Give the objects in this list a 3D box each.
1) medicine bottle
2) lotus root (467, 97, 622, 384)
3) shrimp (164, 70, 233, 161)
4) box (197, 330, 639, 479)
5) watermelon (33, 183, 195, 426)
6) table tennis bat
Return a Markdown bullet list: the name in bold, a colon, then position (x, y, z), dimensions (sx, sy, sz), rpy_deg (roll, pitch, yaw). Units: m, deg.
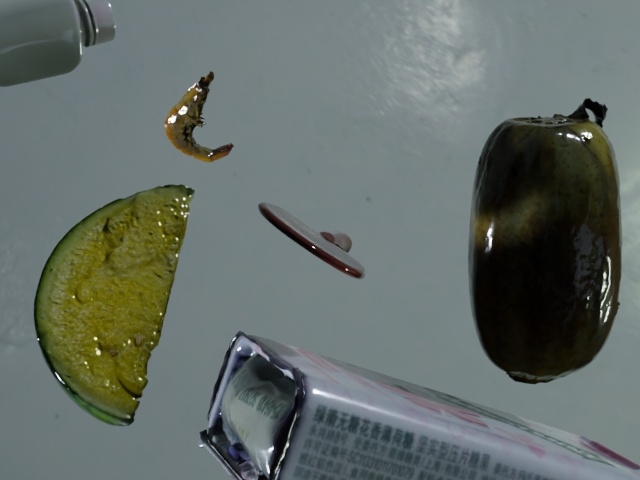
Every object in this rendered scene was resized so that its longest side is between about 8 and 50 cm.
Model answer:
- **medicine bottle**: position (-0.362, -0.271, 1.572), dimensions (0.183, 0.069, 0.119), rpy_deg (-16, 117, -22)
- **lotus root**: position (0.183, 0.008, 0.994), dimensions (0.124, 0.123, 0.241), rpy_deg (1, 111, 11)
- **shrimp**: position (-0.138, -0.147, 1.461), dimensions (0.091, 0.025, 0.127), rpy_deg (31, 132, 2)
- **box**: position (0.095, 0.183, 0.971), dimensions (0.370, 0.190, 0.112), rpy_deg (18, 90, -19)
- **watermelon**: position (-0.152, 0.048, 0.868), dimensions (0.092, 0.075, 0.181), rpy_deg (10, 64, -2)
- **table tennis bat**: position (0.000, 0.000, 0.954), dimensions (0.098, 0.155, 0.019), rpy_deg (35, 96, 11)
